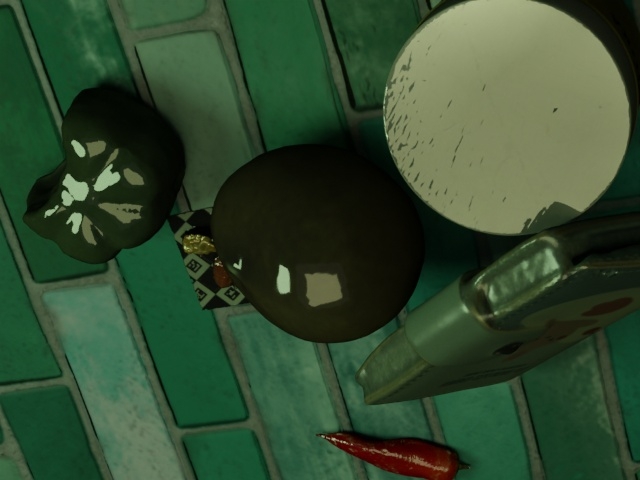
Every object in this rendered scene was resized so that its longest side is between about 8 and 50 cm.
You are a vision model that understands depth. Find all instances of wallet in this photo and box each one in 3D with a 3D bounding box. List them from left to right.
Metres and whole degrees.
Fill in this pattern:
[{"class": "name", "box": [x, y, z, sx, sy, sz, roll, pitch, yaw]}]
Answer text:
[{"class": "wallet", "box": [0.200, 0.065, 1.640, 0.252, 0.083, 0.360, -5, 158, -37]}]

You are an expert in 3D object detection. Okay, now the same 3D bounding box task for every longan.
[{"class": "longan", "box": [0.000, 0.000, 1.690, 0.220, 0.196, 0.197, 31, 129, 32]}]

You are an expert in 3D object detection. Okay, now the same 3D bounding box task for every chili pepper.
[{"class": "chili pepper", "box": [0.081, 0.239, 1.921, 0.178, 0.027, 0.045, 16, 124, 2]}]

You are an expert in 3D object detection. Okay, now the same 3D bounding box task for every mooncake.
[{"class": "mooncake", "box": [-0.227, -0.065, 1.747, 0.168, 0.104, 0.175, 2, 119, 16]}]

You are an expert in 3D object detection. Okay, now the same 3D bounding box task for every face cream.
[{"class": "face cream", "box": [0.180, -0.135, 1.558, 0.218, 0.179, 0.218, 5, 111, 13]}]

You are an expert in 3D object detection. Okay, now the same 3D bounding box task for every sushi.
[{"class": "sushi", "box": [-0.091, 0.023, 1.819, 0.120, 0.026, 0.126, -11, 119, 16]}]
